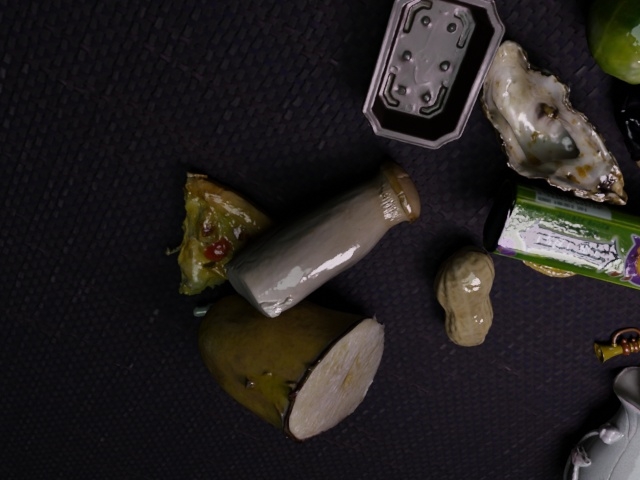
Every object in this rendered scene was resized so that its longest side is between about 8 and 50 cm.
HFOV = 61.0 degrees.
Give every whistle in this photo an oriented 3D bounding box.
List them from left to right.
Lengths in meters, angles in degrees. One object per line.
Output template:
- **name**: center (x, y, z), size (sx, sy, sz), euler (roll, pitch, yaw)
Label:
- **whistle**: center (0.680, 0.233, 1.231), size (0.109, 0.057, 0.046), euler (-19, 165, 5)

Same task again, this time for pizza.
- **pizza**: center (-0.207, 0.030, 1.118), size (0.279, 0.075, 0.288), euler (30, 118, -15)

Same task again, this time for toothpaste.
- **toothpaste**: center (-0.177, 0.148, 1.218), size (0.215, 0.037, 0.062), euler (-7, 126, 3)

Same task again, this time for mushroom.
- **mushroom**: center (-0.002, 0.004, 1.001), size (0.407, 0.154, 0.138), euler (-33, 105, 7)

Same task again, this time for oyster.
- **oyster**: center (0.393, -0.183, 0.928), size (0.341, 0.110, 0.166), euler (29, 108, -11)

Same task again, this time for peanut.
- **peanut**: center (0.298, 0.122, 1.131), size (0.123, 0.124, 0.257), euler (-5, 127, 6)

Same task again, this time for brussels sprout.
- **brussels sprout**: center (0.492, -0.323, 0.810), size (0.180, 0.162, 0.144), euler (4, 162, -16)

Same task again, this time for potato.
- **potato**: center (-0.066, 0.223, 1.160), size (0.295, 0.397, 0.290), euler (29, 105, 26)

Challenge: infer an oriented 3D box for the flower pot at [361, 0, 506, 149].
- **flower pot**: center (0.175, -0.287, 0.887), size (0.178, 0.084, 0.251), euler (13, 124, -6)

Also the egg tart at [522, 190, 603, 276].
- **egg tart**: center (0.463, -0.021, 1.048), size (0.191, 0.074, 0.191), euler (2, 122, 3)

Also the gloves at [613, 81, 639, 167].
- **gloves**: center (0.577, -0.184, 0.915), size (0.164, 0.124, 0.204), euler (7, 146, 20)

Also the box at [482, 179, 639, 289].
- **box**: center (0.471, -0.005, 0.963), size (0.345, 0.097, 0.134), euler (13, 111, -3)

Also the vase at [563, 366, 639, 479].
- **vase**: center (0.743, 0.521, 1.301), size (0.249, 0.250, 0.446), euler (3, 119, 1)
